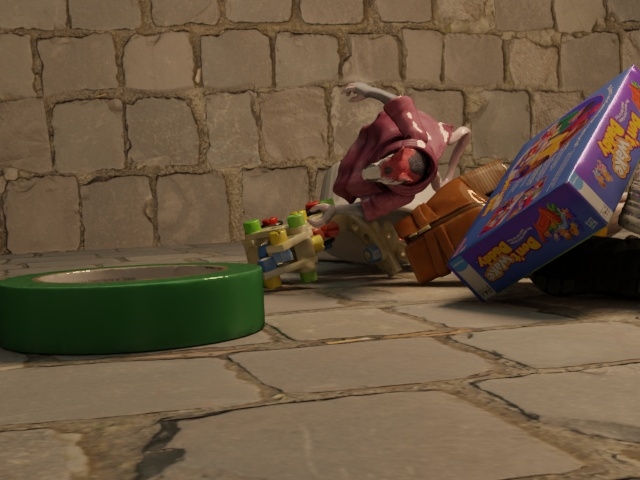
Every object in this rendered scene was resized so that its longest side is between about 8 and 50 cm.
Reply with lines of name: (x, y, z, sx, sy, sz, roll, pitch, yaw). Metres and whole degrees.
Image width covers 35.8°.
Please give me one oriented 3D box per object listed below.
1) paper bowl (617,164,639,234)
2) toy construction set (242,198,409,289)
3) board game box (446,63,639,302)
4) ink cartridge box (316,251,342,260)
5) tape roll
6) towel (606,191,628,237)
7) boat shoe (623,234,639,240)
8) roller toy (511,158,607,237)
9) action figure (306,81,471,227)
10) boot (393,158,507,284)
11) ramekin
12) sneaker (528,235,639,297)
paper bowl: (0.542, -0.039, 1.268, 0.284, 0.148, 0.284, 19, 8, -3)
toy construction set: (0.000, 0.000, 1.769, 0.327, 0.151, 0.215, -4, 1, -35)
board game box: (0.339, -0.085, 1.403, 0.233, 0.078, 0.347, -39, 8, 45)
ink cartridge box: (0.123, -0.014, 2.305, 0.198, 0.115, 0.272, -6, 5, -39)
tape roll: (-0.229, 0.076, 1.212, 0.321, 0.077, 0.321, -3, 2, 0)
towel: (0.457, -0.028, 2.010, 0.316, 0.054, 0.332, -3, -16, -10)
boat shoe: (0.618, 0.013, 1.976, 0.056, 0.049, 0.152, -8, 4, -43)
roller toy: (0.380, -0.033, 1.751, 0.191, 0.209, 0.146, -41, 4, -1)
action figure: (0.132, -0.113, 1.666, 0.275, 0.248, 0.370, 18, 7, -8)
boot: (0.251, 0.010, 1.609, 0.220, 0.284, 0.109, -31, -37, 8)
ramekin: (0.125, -0.064, 2.006, 0.277, 0.135, 0.277, 3, -25, 2)
sneaker: (0.399, 0.042, 1.392, 0.106, 0.101, 0.267, 12, 1, -35)
